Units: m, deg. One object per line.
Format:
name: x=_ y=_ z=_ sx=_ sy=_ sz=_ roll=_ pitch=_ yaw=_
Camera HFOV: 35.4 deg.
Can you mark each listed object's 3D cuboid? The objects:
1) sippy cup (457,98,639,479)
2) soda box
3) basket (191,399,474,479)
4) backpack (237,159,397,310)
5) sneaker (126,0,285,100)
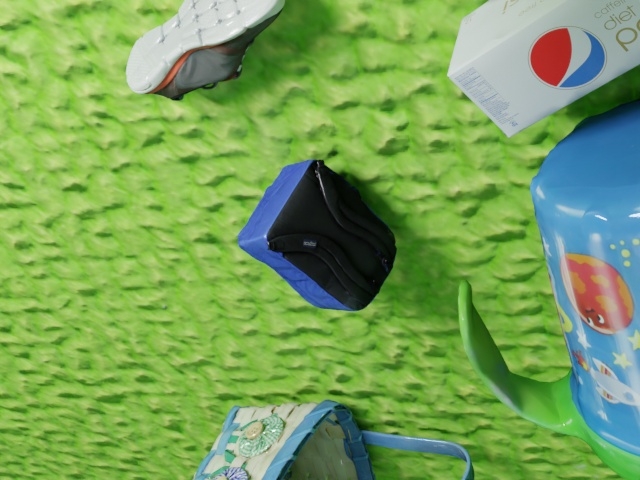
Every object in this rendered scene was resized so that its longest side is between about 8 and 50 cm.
sippy cup: x=0.263 y=0.021 z=0.712 sx=0.224 sy=0.305 sz=0.240 roll=62 pitch=167 yaw=-26
soda box: x=0.187 y=-0.156 z=0.644 sx=0.069 sy=0.074 sz=0.216 roll=41 pitch=134 yaw=-23
basket: x=-0.007 y=0.302 z=1.060 sx=0.289 sy=0.255 sz=0.201 roll=8 pitch=136 yaw=28
backpack: x=0.000 y=0.000 z=0.860 sx=0.120 sy=0.098 sz=0.101 roll=38 pitch=163 yaw=-21
sneaker: x=-0.078 y=-0.153 z=0.766 sx=0.158 sy=0.061 sz=0.065 roll=-21 pitch=152 yaw=36
